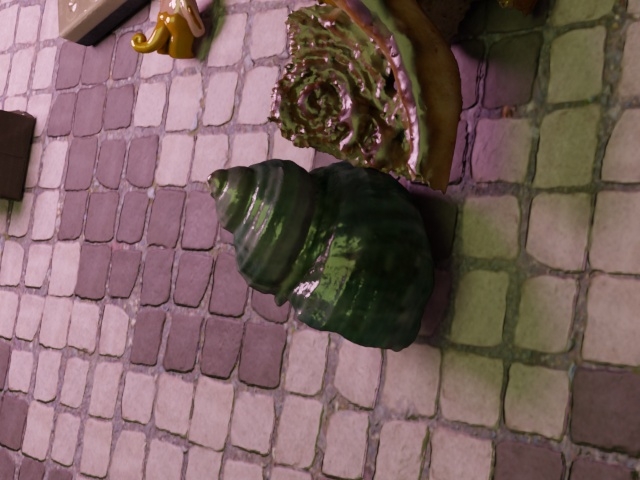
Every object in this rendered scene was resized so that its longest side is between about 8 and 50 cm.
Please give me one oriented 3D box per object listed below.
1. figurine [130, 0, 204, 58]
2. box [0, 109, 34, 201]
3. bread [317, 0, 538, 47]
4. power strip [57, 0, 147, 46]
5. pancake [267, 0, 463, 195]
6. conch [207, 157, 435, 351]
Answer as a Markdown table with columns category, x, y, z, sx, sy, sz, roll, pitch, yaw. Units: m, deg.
| category | x | y | z | sx | sy | sz | roll | pitch | yaw |
| --- | --- | --- | --- | --- | --- | --- | --- | --- | --- |
| figurine | -0.195 | -0.377 | 1.641 | 0.156 | 0.131 | 0.246 | 19 | 109 | 46 |
| box | -0.613 | -0.155 | 2.008 | 0.231 | 0.149 | 0.155 | 6 | 86 | 47 |
| bread | 0.082 | -0.317 | 1.313 | 0.380 | 0.109 | 0.185 | 35 | 105 | 39 |
| power strip | -0.310 | -0.398 | 1.799 | 0.256 | 0.070 | 0.105 | -26 | 63 | 40 |
| pancake | 0.056 | -0.179 | 1.231 | 0.257 | 0.056 | 0.212 | 23 | 97 | 28 |
| conch | 0.000 | 0.000 | 1.280 | 0.195 | 0.277 | 0.220 | -49 | 8 | 48 |
